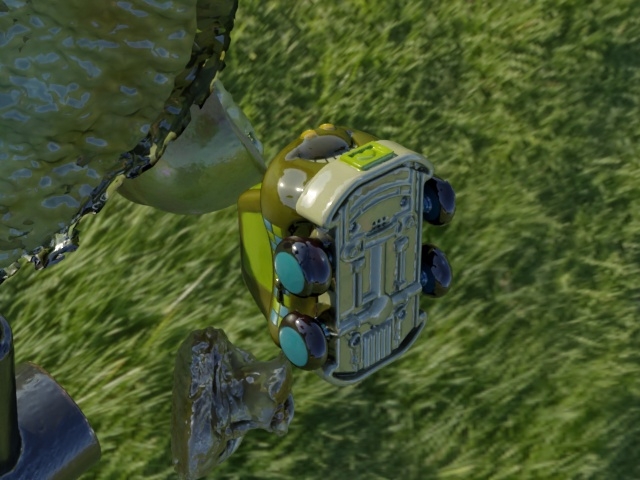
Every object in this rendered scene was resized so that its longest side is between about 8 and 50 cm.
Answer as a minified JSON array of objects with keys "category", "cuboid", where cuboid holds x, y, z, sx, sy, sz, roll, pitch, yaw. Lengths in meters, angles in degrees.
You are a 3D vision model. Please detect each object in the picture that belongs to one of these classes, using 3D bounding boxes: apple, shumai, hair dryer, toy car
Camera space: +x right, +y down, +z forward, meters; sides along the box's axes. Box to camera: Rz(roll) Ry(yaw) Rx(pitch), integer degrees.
[{"category":"apple","cuboid":[-0.167,-0.094,1.613,0.193,0.265,0.120,-31,65,0]},{"category":"shumai","cuboid":[-0.107,0.194,1.524,0.152,0.209,0.161,-3,117,-4]},{"category":"hair dryer","cuboid":[-0.259,0.130,0.906,0.107,0.352,0.189,43,62,15]},{"category":"toy car","cuboid":[0.000,0.000,1.266,0.204,0.198,0.248,-27,131,-34]}]

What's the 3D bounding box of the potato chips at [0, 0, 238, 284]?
[{"category":"potato chips","cuboid":[-0.132,-0.047,0.349,0.219,0.202,0.029,4,51,-37]}]
